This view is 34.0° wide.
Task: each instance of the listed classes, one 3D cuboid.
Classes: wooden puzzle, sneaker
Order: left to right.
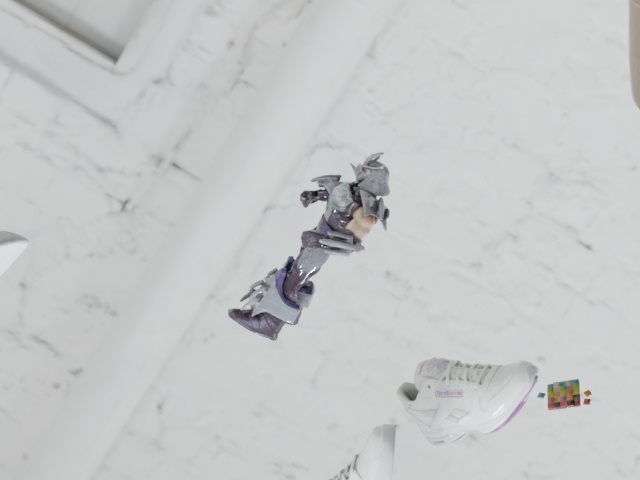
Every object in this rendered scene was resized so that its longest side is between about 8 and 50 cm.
[{"bbox_3d":[0.029,0.423,1.756,0.169,0.293,0.108,13,-157,4],"label":"sneaker"},{"bbox_3d":[0.246,0.264,1.821,0.152,0.305,0.114,48,-133,-6],"label":"sneaker"},{"bbox_3d":[0.370,0.234,1.588,0.049,0.083,0.006,-79,-31,-46],"label":"wooden puzzle"}]

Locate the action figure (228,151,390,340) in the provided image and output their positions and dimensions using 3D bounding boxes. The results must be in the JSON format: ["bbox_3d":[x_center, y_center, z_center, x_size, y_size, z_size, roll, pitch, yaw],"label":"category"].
[{"bbox_3d":[0.000,0.000,1.348,0.099,0.285,0.185,33,-160,-8],"label":"action figure"}]

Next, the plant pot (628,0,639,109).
[{"bbox_3d":[0.485,-0.265,1.311,0.262,0.229,0.263,2,-138,-1],"label":"plant pot"}]

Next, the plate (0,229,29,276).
[{"bbox_3d":[-0.401,0.076,0.805,0.277,0.278,0.045,-17,-106,-50],"label":"plate"}]
